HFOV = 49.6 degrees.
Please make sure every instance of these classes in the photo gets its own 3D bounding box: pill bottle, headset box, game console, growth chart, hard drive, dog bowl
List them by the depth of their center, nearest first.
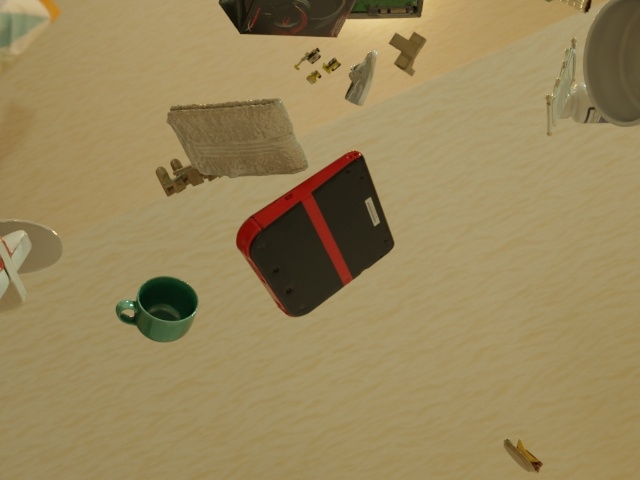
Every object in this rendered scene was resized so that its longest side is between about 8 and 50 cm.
[{"bbox_3d":[0.659,-0.369,1.412,0.265,0.104,0.264,171,-90,-76],"label":"dog bowl"},{"bbox_3d":[-0.031,-0.538,1.426,0.110,0.293,0.218,57,-44,24],"label":"headset box"},{"bbox_3d":[0.000,0.000,1.639,0.060,0.342,0.386,46,-10,37],"label":"game console"},{"bbox_3d":[0.577,-0.369,1.653,0.237,0.021,0.172,-60,150,-27],"label":"growth chart"},{"bbox_3d":[0.734,-0.372,1.870,0.112,0.187,0.111,1,90,-85],"label":"pill bottle"},{"bbox_3d":[0.189,-0.797,1.950,0.064,0.237,0.338,7,90,-63],"label":"hard drive"}]

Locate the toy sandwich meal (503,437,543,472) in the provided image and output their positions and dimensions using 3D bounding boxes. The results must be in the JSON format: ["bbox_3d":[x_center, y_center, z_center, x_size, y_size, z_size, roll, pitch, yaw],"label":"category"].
[{"bbox_3d":[0.384,0.405,1.314,0.085,0.029,0.085,48,-10,12],"label":"toy sandwich meal"}]

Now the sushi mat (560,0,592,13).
[{"bbox_3d":[0.592,-0.623,1.607,0.316,0.019,0.151,-79,173,-64],"label":"sushi mat"}]

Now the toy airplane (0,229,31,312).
[{"bbox_3d":[-0.545,0.053,0.804,0.386,0.384,0.272,-7,-52,50],"label":"toy airplane"}]

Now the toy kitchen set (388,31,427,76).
[{"bbox_3d":[0.197,-0.435,1.589,0.068,0.083,0.075,37,13,15],"label":"toy kitchen set"}]

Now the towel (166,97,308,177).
[{"bbox_3d":[-0.181,-0.218,1.494,0.187,0.283,0.049,66,33,-44],"label":"towel"}]

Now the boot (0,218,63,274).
[{"bbox_3d":[-0.558,-0.005,1.124,0.123,0.259,0.095,-141,-124,-61],"label":"boot"}]

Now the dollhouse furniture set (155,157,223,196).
[{"bbox_3d":[-0.353,-0.268,2.064,0.160,0.212,0.242,66,32,-15],"label":"dollhouse furniture set"}]

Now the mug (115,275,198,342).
[{"bbox_3d":[-0.349,0.151,1.499,0.129,0.158,0.097,-71,-177,-49],"label":"mug"}]

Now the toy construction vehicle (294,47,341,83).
[{"bbox_3d":[-0.009,-0.468,1.841,0.086,0.098,0.035,32,32,-41],"label":"toy construction vehicle"}]

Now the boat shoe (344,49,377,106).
[{"bbox_3d":[0.104,-0.426,1.806,0.184,0.063,0.066,111,-8,-63],"label":"boat shoe"}]
